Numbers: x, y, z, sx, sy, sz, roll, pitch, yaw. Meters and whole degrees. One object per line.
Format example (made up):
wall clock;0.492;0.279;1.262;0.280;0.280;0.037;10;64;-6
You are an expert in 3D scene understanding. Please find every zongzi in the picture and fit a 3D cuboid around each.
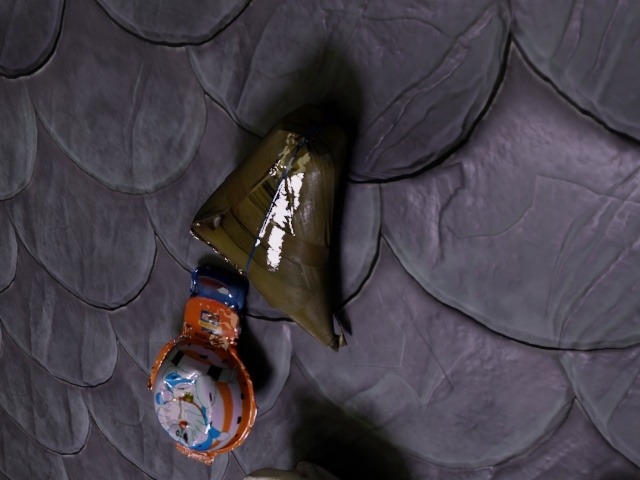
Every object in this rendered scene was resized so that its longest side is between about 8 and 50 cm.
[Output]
zongzi;0.000;0.000;0.935;0.289;0.123;0.260;46;131;-5

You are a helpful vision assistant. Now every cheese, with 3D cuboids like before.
cheese;-0.186;0.207;1.182;0.217;0.129;0.329;17;105;24

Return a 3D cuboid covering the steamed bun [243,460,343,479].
steamed bun;0.020;0.470;1.104;0.280;0.207;0.268;80;166;-51
